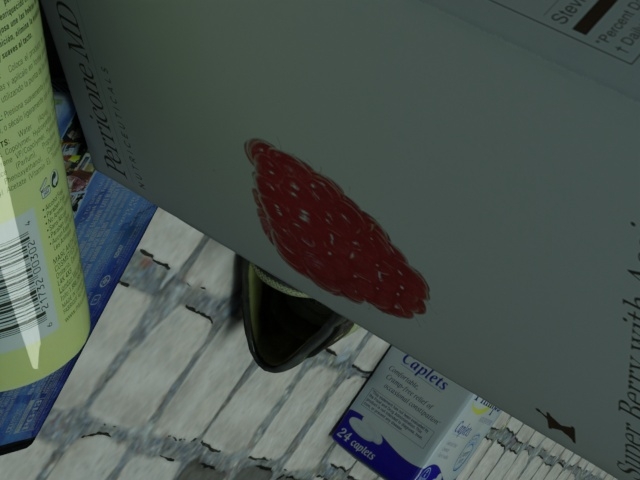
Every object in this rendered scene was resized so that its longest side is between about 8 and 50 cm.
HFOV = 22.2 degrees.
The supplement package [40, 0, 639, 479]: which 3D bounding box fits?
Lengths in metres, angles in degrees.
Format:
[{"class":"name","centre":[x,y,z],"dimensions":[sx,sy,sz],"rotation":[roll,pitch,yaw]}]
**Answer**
[{"class":"supplement package","centre":[0.068,-0.070,0.518],"dimensions":[0.175,0.293,0.177],"rotation":[-46,149,-26]}]

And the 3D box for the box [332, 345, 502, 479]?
[{"class":"box","centre":[0.088,0.116,1.216],"dimensions":[0.137,0.072,0.126],"rotation":[-56,161,1]}]

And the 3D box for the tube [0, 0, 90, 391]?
[{"class":"tube","centre":[-0.112,-0.067,0.463],"dimensions":[0.070,0.062,0.240],"rotation":[-98,-177,-55]}]

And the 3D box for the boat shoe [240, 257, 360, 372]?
[{"class":"boat shoe","centre":[-0.001,0.000,0.817],"dimensions":[0.073,0.080,0.223],"rotation":[-50,165,-28]}]

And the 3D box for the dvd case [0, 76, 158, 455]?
[{"class":"dvd case","centre":[-0.148,0.020,0.596],"dimensions":[0.180,0.022,0.253],"rotation":[-60,160,16]}]
